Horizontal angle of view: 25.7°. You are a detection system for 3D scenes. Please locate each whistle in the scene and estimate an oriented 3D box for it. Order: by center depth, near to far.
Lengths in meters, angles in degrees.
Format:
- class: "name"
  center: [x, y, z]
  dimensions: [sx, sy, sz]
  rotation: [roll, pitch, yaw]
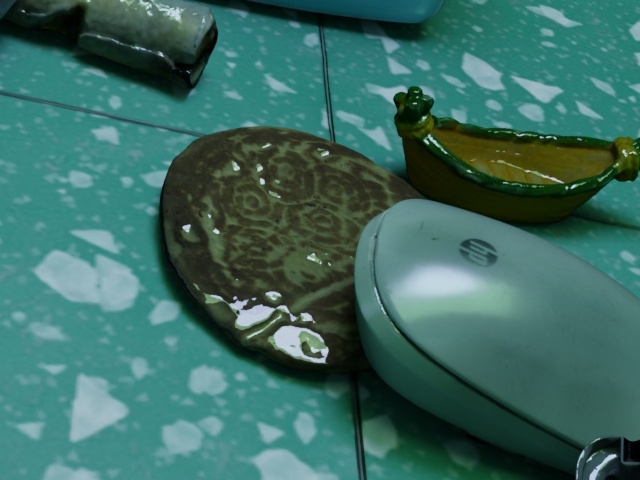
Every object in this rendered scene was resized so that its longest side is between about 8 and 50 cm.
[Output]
- class: "whistle"
  center: [-0.240, -0.205, 1.113]
  dimensions: [0.326, 0.057, 0.068]
  rotation: [21, 80, 1]

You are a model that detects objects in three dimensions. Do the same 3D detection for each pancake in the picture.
- class: "pancake"
  center: [0.000, 0.000, 1.000]
  dimensions: [0.250, 0.031, 0.250]
  rotation: [13, 39, -11]

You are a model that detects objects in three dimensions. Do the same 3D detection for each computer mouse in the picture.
- class: "computer mouse"
  center: [0.154, 0.062, 0.919]
  dimensions: [0.288, 0.097, 0.159]
  rotation: [22, 39, -10]

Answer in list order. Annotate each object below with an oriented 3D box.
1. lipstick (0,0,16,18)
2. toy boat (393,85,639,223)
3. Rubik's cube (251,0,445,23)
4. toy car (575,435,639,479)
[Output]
- class: "lipstick"
  center: [-0.302, -0.117, 0.926]
  dimensions: [0.080, 0.076, 0.371]
  rotation: [24, 45, 2]
- class: "toy boat"
  center: [0.159, -0.068, 1.113]
  dimensions: [0.229, 0.088, 0.089]
  rotation: [10, 38, -14]
- class: "Rubik's cube"
  center: [-0.017, -0.435, 1.265]
  dimensions: [0.352, 0.351, 0.347]
  rotation: [11, 38, -17]
- class: "toy car"
  center: [0.248, 0.177, 0.828]
  dimensions: [0.191, 0.100, 0.097]
  rotation: [0, 45, 14]
